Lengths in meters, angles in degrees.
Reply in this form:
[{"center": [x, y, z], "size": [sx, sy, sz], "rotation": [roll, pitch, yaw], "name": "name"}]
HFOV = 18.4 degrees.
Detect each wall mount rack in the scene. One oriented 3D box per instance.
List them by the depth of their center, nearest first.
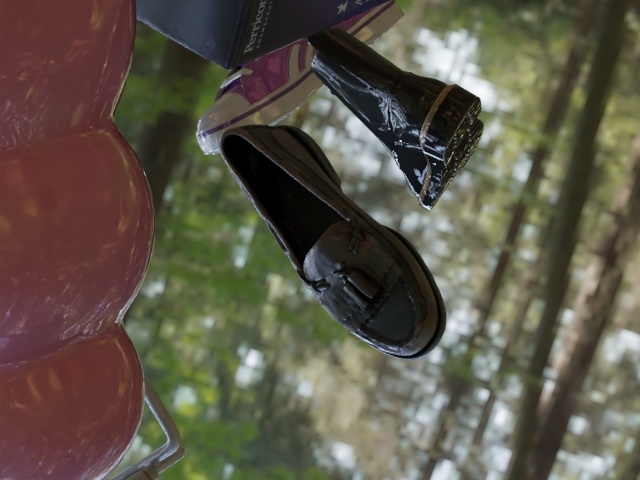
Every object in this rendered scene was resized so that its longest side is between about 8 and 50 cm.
[{"center": [-0.303, 0.251, 1.890], "size": [0.130, 0.304, 0.350], "rotation": [58, -144, 2], "name": "wall mount rack"}]

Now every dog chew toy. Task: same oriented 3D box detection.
[{"center": [-0.170, -0.022, 0.931], "size": [0.207, 0.332, 0.206], "rotation": [-13, -171, 2], "name": "dog chew toy"}]

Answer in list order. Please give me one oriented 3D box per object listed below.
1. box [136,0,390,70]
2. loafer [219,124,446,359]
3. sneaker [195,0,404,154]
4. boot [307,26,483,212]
[{"center": [-0.023, -0.218, 1.255], "size": [0.108, 0.153, 0.207], "rotation": [32, -144, 21], "name": "box"}, {"center": [0.000, 0.000, 1.672], "size": [0.084, 0.096, 0.267], "rotation": [12, -148, -52], "name": "loafer"}, {"center": [-0.057, -0.211, 1.979], "size": [0.282, 0.161, 0.102], "rotation": [-44, -166, -34], "name": "sneaker"}, {"center": [0.055, -0.103, 1.570], "size": [0.137, 0.077, 0.198], "rotation": [31, 162, 10], "name": "boot"}]
